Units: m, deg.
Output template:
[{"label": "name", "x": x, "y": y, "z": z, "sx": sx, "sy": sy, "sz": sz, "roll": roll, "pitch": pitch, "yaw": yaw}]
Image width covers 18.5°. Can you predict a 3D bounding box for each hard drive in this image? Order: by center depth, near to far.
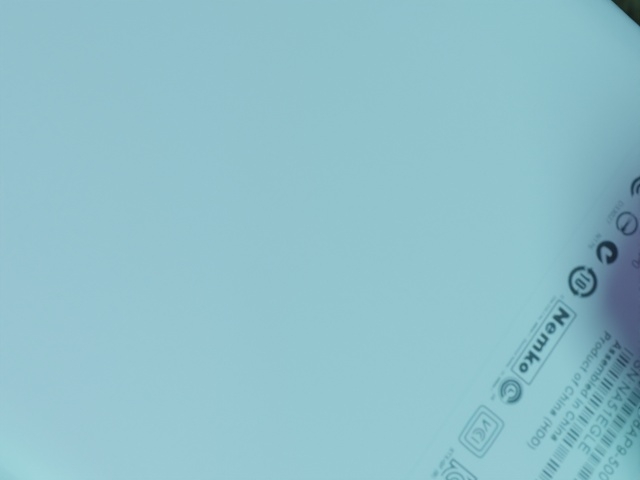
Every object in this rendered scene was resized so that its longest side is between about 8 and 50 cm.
[{"label": "hard drive", "x": 0.000, "y": 0.000, "z": 0.578, "sx": 0.353, "sy": 0.047, "sz": 0.233, "roll": 40, "pitch": 71, "yaw": -11}]

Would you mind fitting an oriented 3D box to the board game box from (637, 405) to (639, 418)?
[{"label": "board game box", "x": 0.281, "y": 0.132, "z": 0.610, "sx": 0.318, "sy": 0.066, "sz": 0.319, "roll": -24, "pitch": 90, "yaw": -37}]
